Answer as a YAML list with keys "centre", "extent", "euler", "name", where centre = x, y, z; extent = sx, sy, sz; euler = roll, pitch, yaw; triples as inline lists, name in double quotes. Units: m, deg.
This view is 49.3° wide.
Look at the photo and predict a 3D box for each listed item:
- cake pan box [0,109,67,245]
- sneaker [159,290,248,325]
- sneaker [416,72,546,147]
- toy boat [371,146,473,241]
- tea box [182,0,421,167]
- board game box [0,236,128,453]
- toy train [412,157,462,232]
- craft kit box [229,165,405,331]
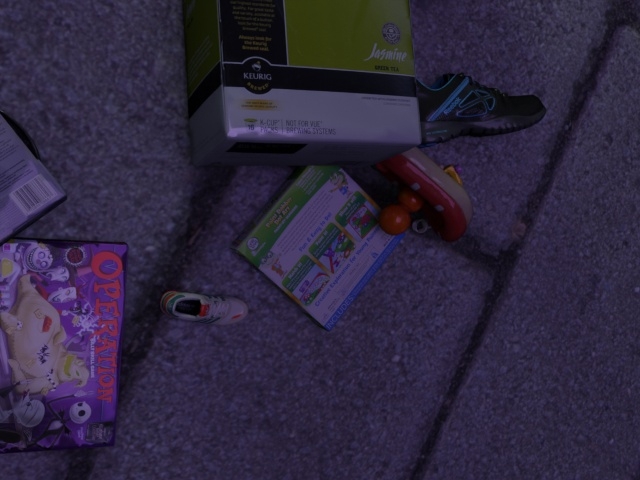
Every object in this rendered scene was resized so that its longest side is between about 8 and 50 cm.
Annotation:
- centre: [-0.551, -0.091, 1.031]
  extent: [0.267, 0.070, 0.246]
  euler: [-40, 100, -15]
  name: "cake pan box"
- centre: [-0.198, 0.124, 1.226]
  extent: [0.161, 0.075, 0.057]
  euler: [11, 91, -24]
  name: "sneaker"
- centre: [0.304, -0.271, 1.383]
  extent: [0.341, 0.125, 0.140]
  euler: [-11, 95, -25]
  name: "sneaker"
- centre: [0.169, -0.073, 1.304]
  extent: [0.231, 0.151, 0.151]
  euler: [39, 89, -13]
  name: "toy boat"
- centre: [-0.038, -0.295, 1.151]
  extent: [0.329, 0.220, 0.323]
  euler: [-1, 86, -24]
  name: "tea box"
- centre: [-0.433, 0.170, 1.145]
  extent: [0.208, 0.056, 0.347]
  euler: [2, 94, -28]
  name: "board game box"
- centre: [0.223, -0.103, 1.410]
  extent: [0.125, 0.046, 0.166]
  euler: [-7, 108, 0]
  name: "toy train"
- centre: [0.000, 0.000, 1.314]
  extent: [0.246, 0.061, 0.250]
  euler: [45, 77, -24]
  name: "craft kit box"
